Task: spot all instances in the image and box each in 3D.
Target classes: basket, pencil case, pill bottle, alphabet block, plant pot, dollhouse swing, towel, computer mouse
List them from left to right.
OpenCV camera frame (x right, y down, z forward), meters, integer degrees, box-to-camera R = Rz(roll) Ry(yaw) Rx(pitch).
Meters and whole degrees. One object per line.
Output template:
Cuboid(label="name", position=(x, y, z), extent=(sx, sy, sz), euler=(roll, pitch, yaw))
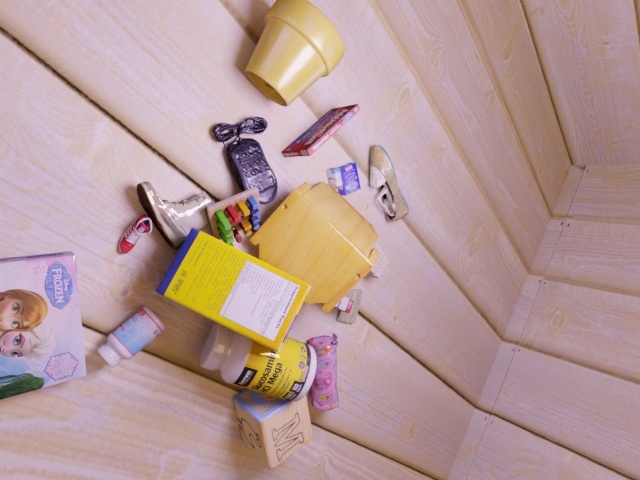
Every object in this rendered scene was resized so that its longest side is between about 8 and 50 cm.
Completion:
Cuboid(label="pill bottle", position=(-0.513, 0.263, 1.090), extent=(0.160, 0.087, 0.087), euler=(-42, 122, -28))
Cuboid(label="computer mouse", position=(-0.222, -0.243, 1.272), extent=(0.188, 0.072, 0.272), euler=(-24, 100, -33))
Cuboid(label="pill bottle", position=(-0.195, 0.375, 1.266), extent=(0.334, 0.188, 0.188), euler=(24, 81, -21))
Cuboid(label="alphabet block", position=(-0.162, 0.613, 1.389), extent=(0.193, 0.192, 0.197), euler=(-20, 109, -35))
Cuboid(label="plant pot", position=(-0.094, -0.553, 1.220), extent=(0.254, 0.254, 0.239), euler=(36, 89, -39))
Cuboid(label="dollhouse swing", position=(0.000, 0.000, 1.405), extent=(0.347, 0.305, 0.315), euler=(43, 99, -2))
Cuboid(label="pencil case", position=(0.017, 0.510, 1.569), extent=(0.124, 0.124, 0.284), euler=(-7, 100, -40))
Cuboid(label="towel", position=(0.125, 0.273, 1.682), extent=(0.110, 0.027, 0.148), euler=(17, 87, -42))
Cuboid(label="basket", position=(0.192, 0.069, 1.653), extent=(0.167, 0.103, 0.113), euler=(49, 66, -34))

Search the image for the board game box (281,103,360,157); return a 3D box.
Cuboid(label="board game box", position=(0.003, -0.379, 1.384), extent=(0.281, 0.145, 0.027), euler=(-47, 125, -25))

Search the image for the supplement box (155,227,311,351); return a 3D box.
Cuboid(label="supplement box", position=(-0.230, 0.143, 1.127), extent=(0.356, 0.195, 0.194), euler=(27, 77, 1))

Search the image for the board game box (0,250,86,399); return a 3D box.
Cuboid(label="board game box", position=(-0.726, 0.200, 0.909), extent=(0.318, 0.066, 0.319), euler=(-8, 103, -40))

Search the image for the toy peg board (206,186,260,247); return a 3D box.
Cuboid(label="toy peg board", position=(-0.242, -0.055, 1.202), extent=(0.160, 0.079, 0.161), euler=(-27, 154, -22))

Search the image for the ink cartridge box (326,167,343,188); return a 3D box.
Cuboid(label="ink cartridge box", position=(0.054, -0.231, 1.517), extent=(0.028, 0.048, 0.083), euler=(-25, 113, -35))

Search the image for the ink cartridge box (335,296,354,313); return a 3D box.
Cuboid(label="ink cartridge box", position=(0.048, 0.227, 1.559), extent=(0.135, 0.099, 0.056), euler=(33, 76, -40))

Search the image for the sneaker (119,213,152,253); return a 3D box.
Cuboid(label="sneaker", position=(-0.493, -0.015, 1.072), extent=(0.042, 0.067, 0.118), euler=(35, 75, -39))

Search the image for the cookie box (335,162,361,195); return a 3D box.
Cuboid(label="cookie box", position=(0.106, -0.241, 1.566), extent=(0.092, 0.040, 0.107), euler=(-27, 114, -34))

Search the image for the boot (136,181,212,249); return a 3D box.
Cuboid(label="boot", position=(-0.399, -0.101, 1.132), extent=(0.165, 0.077, 0.213), euler=(-40, 128, -28))

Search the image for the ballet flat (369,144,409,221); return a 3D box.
Cuboid(label="ballet flat", position=(0.268, -0.223, 1.669), extent=(0.123, 0.123, 0.348), euler=(-45, 123, -26))
